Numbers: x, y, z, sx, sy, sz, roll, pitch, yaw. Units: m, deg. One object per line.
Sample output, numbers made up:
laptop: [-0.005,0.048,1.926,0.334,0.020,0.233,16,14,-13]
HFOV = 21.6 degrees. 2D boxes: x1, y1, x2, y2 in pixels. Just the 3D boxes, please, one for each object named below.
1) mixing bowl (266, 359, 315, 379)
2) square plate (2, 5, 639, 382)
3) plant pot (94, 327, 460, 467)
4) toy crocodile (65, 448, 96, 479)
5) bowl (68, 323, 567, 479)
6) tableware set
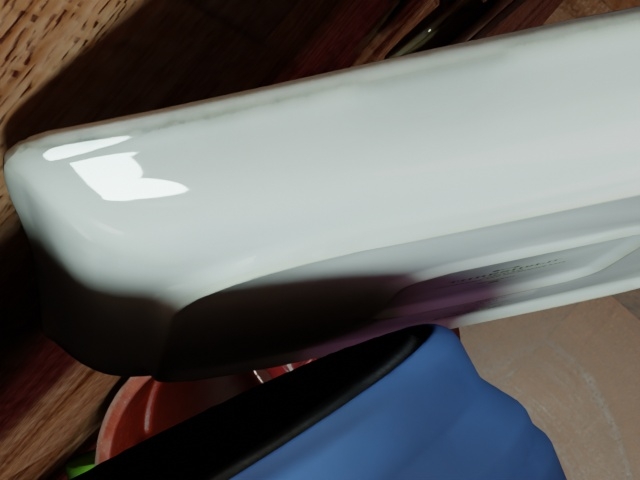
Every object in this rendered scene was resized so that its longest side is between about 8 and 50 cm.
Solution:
mixing bowl: [0.000,0.000,1.063,0.181,0.098,0.181,-49,177,-4]
square plate: [0.067,-0.008,0.623,0.347,0.049,0.344,-11,170,-10]
plant pot: [-0.007,0.131,1.325,0.272,0.272,0.265,-50,-174,26]
toy crocodile: [-0.195,0.243,1.302,0.105,0.115,0.340,-11,-170,17]
bowl: [-0.100,0.144,0.602,0.391,0.077,0.391,-28,180,0]
tableware set: [0.028,-0.090,0.930,0.194,0.039,0.128,-42,-173,-14]
